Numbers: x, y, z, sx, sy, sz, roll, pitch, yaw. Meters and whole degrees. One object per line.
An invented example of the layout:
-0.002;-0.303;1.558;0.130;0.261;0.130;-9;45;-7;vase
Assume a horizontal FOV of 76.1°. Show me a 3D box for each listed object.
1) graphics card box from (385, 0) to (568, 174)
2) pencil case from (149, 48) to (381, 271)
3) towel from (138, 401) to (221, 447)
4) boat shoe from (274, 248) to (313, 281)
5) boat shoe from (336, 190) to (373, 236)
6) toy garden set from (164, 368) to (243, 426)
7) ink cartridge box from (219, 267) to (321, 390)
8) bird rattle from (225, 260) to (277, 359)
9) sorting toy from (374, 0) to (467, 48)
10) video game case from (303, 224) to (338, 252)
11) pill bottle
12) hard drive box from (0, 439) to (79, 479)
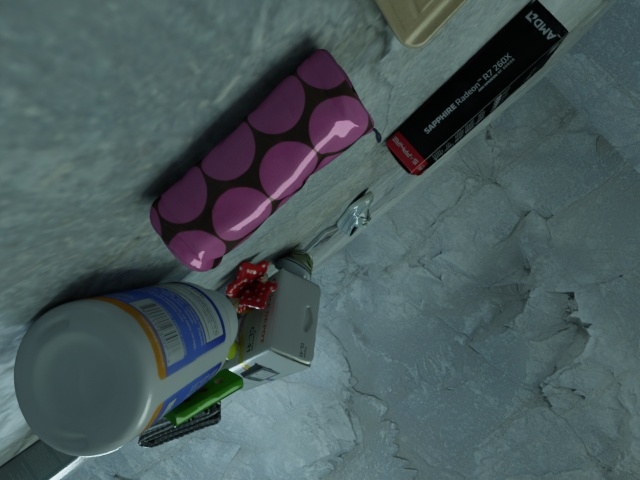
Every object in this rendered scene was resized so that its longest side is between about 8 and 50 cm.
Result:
0.317;-0.296;0.881;0.371;0.094;0.233;-41;173;19;graphics card box
-0.050;-0.065;0.369;0.209;0.095;0.098;-39;-165;5;pencil case
-0.471;0.554;1.397;0.283;0.121;0.235;-19;-163;-5;towel
-0.070;0.068;1.208;0.094;0.109;0.302;-55;-175;-7;boat shoe
0.126;-0.079;1.316;0.079;0.081;0.227;-37;173;-28;boat shoe
-0.269;0.227;0.608;0.244;0.049;0.203;10;-161;41;toy garden set
-0.150;0.239;1.063;0.306;0.131;0.226;-36;-144;41;ink cartridge box
-0.193;0.131;0.950;0.254;0.143;0.207;-56;-179;18;bird rattle
0.106;-0.245;0.280;0.193;0.038;0.208;-43;169;21;sorting toy
0.000;0.000;1.422;0.143;0.019;0.157;-43;172;24;video game case
-0.206;0.132;0.515;0.152;0.152;0.272;-41;174;7;pill bottle
-0.664;0.538;0.937;0.232;0.089;0.181;-34;171;-41;hard drive box
